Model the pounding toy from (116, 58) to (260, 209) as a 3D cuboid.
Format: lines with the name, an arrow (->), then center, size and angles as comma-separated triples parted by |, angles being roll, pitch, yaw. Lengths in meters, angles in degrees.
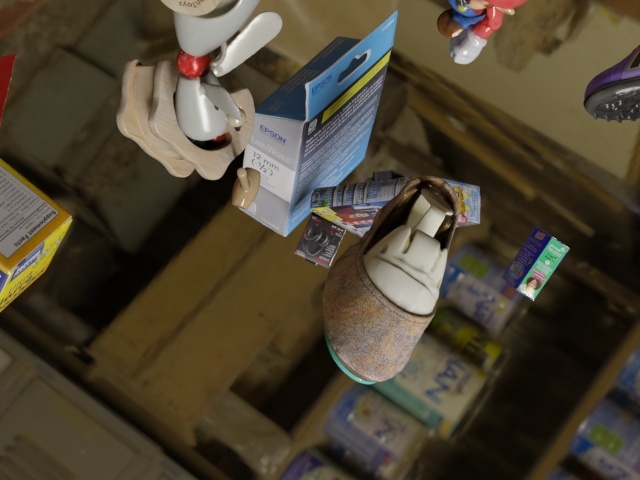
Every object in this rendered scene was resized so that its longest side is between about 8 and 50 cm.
pounding toy -> -0.150, -0.170, 1.649 | 0.269, 0.154, 0.154 | 41, 63, -48

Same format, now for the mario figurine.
mario figurine -> 0.215, -0.399, 1.787 | 0.170, 0.198, 0.320 | -51, -174, -3

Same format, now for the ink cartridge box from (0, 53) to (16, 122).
ink cartridge box -> -0.469, -0.143, 1.305 | 0.056, 0.224, 0.181 | 60, 23, -48

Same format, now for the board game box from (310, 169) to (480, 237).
board game box -> 0.116, -0.054, 1.619 | 0.194, 0.194, 0.060 | 27, 61, -58

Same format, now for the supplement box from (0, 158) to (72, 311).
supplement box -> -0.683, -0.050, 2.157 | 0.195, 0.356, 0.194 | -51, 179, 44

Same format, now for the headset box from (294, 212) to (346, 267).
headset box -> 0.000, 0.000, 1.835 | 0.032, 0.062, 0.083 | -66, -179, -68

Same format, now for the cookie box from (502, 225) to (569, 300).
cookie box -> 0.362, 0.038, 1.939 | 0.107, 0.040, 0.092 | -57, -168, 7

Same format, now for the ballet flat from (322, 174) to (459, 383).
ballet flat -> 0.079, 0.017, 1.123 | 0.106, 0.107, 0.316 | -50, -171, 29

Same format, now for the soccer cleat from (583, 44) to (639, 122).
soccer cleat -> 0.453, -0.232, 1.404 | 0.318, 0.116, 0.108 | -17, 166, -11

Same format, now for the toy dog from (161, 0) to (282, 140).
toy dog -> -0.101, -0.260, 1.413 | 0.334, 0.161, 0.220 | 87, 18, -69

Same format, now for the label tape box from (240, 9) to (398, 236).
label tape box -> -0.008, -0.208, 1.880 | 0.249, 0.115, 0.348 | -46, 159, -35
